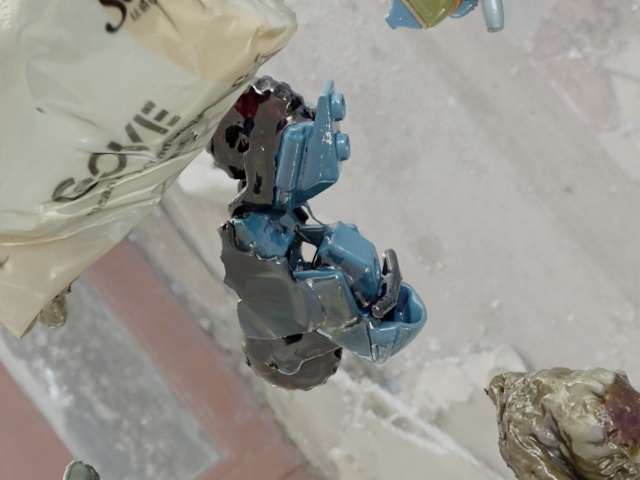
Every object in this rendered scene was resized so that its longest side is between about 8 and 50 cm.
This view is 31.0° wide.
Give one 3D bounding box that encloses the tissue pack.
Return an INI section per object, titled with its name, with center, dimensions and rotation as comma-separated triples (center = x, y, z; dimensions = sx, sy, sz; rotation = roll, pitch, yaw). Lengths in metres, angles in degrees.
[tissue pack]
center = -0.195, -0.166, 0.961
dimensions = 0.375, 0.195, 0.390
rotation = -45, 45, 24

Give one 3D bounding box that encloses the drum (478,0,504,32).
[drum]
center = 0.198, -0.411, 1.567
dimensions = 0.130, 0.253, 0.049
rotation = 6, 177, 14

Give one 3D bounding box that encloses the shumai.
[shumai]
center = 0.312, 0.207, 1.307
dimensions = 0.184, 0.185, 0.218
rotation = 36, -158, -22

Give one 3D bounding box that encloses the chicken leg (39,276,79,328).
[chicken leg]
center = -0.304, 0.043, 1.295
dimensions = 0.198, 0.069, 0.085
rotation = 109, 147, -53

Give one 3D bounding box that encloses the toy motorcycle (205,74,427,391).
[toy motorcycle]
center = 0.000, 0.000, 1.351
dimensions = 0.232, 0.172, 0.416
rotation = -3, 116, 11

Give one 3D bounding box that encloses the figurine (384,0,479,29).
[figurine]
center = 0.236, -0.485, 2.101
dimensions = 0.262, 0.180, 0.153
rotation = -32, 83, 27

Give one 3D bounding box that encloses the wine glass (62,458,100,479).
[wine glass]
center = -0.452, 0.404, 1.717
dimensions = 0.156, 0.232, 0.156
rotation = -14, -90, -79
